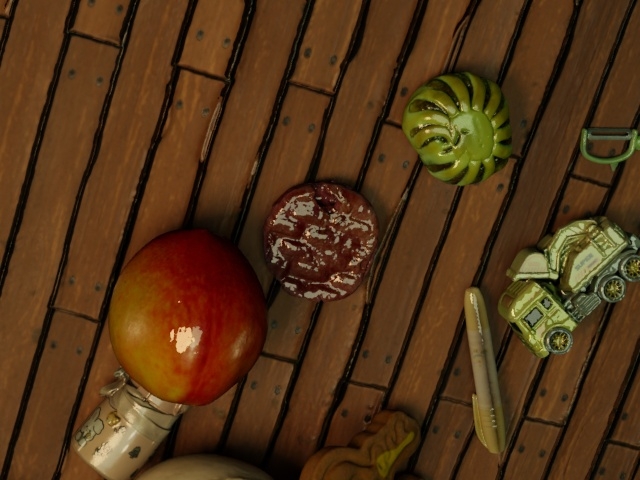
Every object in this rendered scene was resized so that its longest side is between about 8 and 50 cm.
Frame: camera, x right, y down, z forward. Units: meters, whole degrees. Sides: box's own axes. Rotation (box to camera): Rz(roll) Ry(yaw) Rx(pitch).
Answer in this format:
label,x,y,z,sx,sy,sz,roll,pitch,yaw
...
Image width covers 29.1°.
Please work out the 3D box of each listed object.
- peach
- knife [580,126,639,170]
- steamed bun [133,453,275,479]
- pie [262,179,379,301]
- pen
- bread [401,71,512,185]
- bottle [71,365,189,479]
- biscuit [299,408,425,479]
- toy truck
label,x,y,z,sx,sy,sz,roll,pitch,yaw
peach,-0.145,0.078,1.395,0.197,0.197,0.197,-3,108,-10
knife,0.423,-0.112,1.532,0.212,0.015,0.054,-1,108,-11
steamed bun,-0.156,0.388,1.476,0.283,0.177,0.283,-7,102,-34
pie,0.000,0.000,1.474,0.153,0.038,0.153,-3,110,-9
pen,0.205,0.167,1.570,0.040,0.032,0.233,-7,108,16
bread,0.166,-0.129,1.448,0.130,0.071,0.139,-19,110,-9
bottle,-0.219,0.206,1.469,0.099,0.099,0.152,38,92,-19
biscuit,0.036,0.325,1.490,0.295,0.044,0.186,-29,115,-43
toy truck,0.302,0.044,1.521,0.191,0.085,0.116,-44,100,1
